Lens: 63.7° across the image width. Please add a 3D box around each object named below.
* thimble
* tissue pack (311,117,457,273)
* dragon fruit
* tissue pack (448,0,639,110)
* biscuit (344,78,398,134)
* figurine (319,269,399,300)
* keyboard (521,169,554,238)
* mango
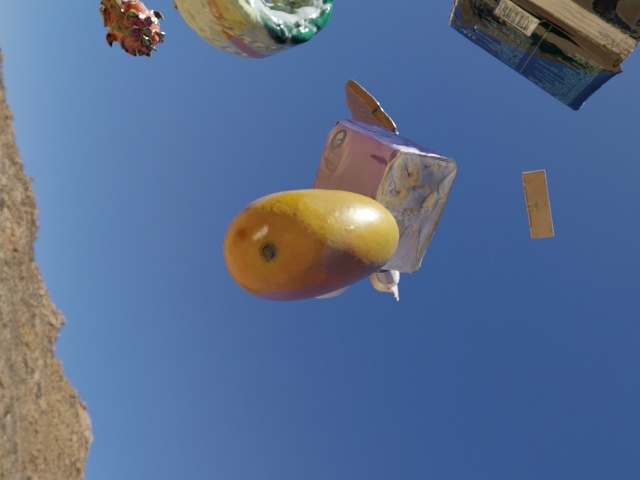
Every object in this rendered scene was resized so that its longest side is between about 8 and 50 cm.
[{"bbox_3d":[-0.114,-0.445,0.854,0.167,0.288,0.254,4,-89,44],"label":"thimble"},{"bbox_3d":[0.113,-0.108,1.094,0.338,0.160,0.242,-130,-128,-61],"label":"tissue pack"},{"bbox_3d":[-0.523,-0.588,1.370,0.236,0.135,0.137,33,-62,-4],"label":"dragon fruit"},{"bbox_3d":[0.550,-0.541,1.221,0.417,0.264,0.253,40,-95,10],"label":"tissue pack"},{"bbox_3d":[0.158,-0.319,1.446,0.301,0.043,0.278,57,-8,-30],"label":"biscuit"},{"bbox_3d":[0.064,0.078,1.590,0.362,0.253,0.210,3,-87,9],"label":"figurine"},{"bbox_3d":[0.516,-0.085,1.225,0.055,0.017,0.165,-6,-72,29],"label":"keyboard"},{"bbox_3d":[0.001,0.001,0.670,0.176,0.255,0.139,0,-80,59],"label":"mango"}]
